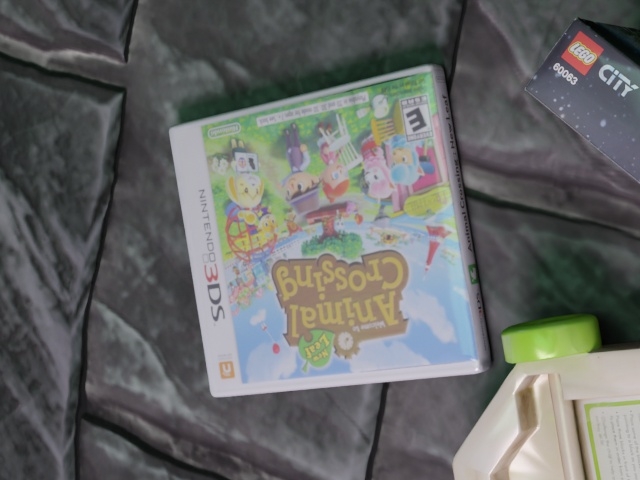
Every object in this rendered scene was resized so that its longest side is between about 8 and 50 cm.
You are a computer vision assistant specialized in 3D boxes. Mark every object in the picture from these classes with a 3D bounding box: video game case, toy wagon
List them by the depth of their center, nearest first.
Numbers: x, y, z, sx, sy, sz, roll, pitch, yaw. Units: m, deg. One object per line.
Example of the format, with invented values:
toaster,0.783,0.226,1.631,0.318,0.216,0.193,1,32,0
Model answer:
toy wagon,0.234,0.163,0.693,0.344,0.068,0.267,-10,90,35
video game case,0.000,0.000,0.859,0.212,0.023,0.193,-9,90,32

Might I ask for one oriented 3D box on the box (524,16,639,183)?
box,0.226,-0.020,0.635,0.233,0.159,0.044,44,115,22
